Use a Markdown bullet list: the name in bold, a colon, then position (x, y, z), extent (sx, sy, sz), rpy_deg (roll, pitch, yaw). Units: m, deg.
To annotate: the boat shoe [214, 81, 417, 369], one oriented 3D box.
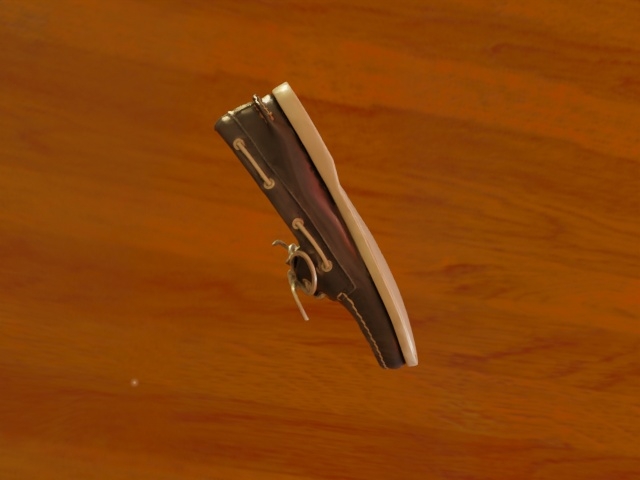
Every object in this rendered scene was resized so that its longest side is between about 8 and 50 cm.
- **boat shoe**: position (0.000, 0.000, 0.832), extent (0.079, 0.095, 0.255), rpy_deg (-27, 103, 3)
